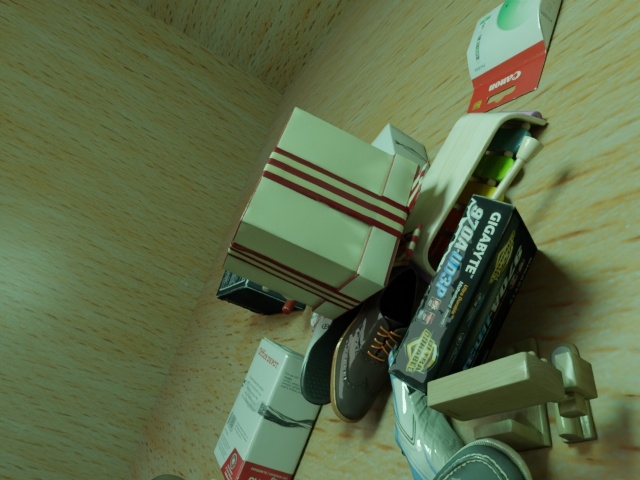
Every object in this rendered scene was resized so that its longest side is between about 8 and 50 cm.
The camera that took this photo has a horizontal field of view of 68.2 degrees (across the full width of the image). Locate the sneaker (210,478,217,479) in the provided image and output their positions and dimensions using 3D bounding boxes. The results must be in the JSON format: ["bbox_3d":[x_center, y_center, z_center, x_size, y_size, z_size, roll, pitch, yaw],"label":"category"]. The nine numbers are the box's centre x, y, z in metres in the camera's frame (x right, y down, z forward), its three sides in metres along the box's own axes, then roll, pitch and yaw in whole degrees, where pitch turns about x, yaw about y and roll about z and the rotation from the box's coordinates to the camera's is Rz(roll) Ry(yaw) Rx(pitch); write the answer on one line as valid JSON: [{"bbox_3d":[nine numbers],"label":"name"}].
[{"bbox_3d":[-0.247,0.625,1.074,0.211,0.080,0.081,8,76,68],"label":"sneaker"}]

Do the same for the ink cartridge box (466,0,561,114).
[{"bbox_3d":[0.341,-0.354,0.878,0.181,0.056,0.225,-12,52,65],"label":"ink cartridge box"}]

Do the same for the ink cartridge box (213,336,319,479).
[{"bbox_3d":[-0.104,0.363,0.993,0.273,0.114,0.197,-68,19,-10],"label":"ink cartridge box"}]

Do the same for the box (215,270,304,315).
[{"bbox_3d":[-0.138,0.047,1.369,0.294,0.182,0.297,-24,45,62],"label":"box"}]

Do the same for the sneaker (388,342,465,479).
[{"bbox_3d":[0.128,0.231,0.635,0.086,0.085,0.237,-60,17,25],"label":"sneaker"}]

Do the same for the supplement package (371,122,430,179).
[{"bbox_3d":[0.158,-0.141,0.987,0.105,0.105,0.179,-50,25,34],"label":"supplement package"}]

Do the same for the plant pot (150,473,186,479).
[{"bbox_3d":[-0.411,0.720,1.175,0.263,0.263,0.229,-57,2,16],"label":"plant pot"}]

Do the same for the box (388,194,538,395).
[{"bbox_3d":[0.180,0.077,0.566,0.051,0.175,0.220,24,87,36],"label":"box"}]

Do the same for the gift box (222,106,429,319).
[{"bbox_3d":[0.018,-0.046,0.780,0.277,0.258,0.255,-67,9,-22],"label":"gift box"}]

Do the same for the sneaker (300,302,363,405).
[{"bbox_3d":[0.019,0.196,0.896,0.145,0.090,0.270,116,175,-54],"label":"sneaker"}]

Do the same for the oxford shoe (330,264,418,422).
[{"bbox_3d":[0.088,0.161,0.767,0.098,0.096,0.272,126,166,-73],"label":"oxford shoe"}]

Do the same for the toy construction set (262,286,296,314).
[{"bbox_3d":[0.000,0.000,1.104,0.309,0.257,0.237,-57,2,39],"label":"toy construction set"}]

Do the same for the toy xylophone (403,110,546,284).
[{"bbox_3d":[0.233,-0.070,0.744,0.323,0.081,0.236,-58,20,14],"label":"toy xylophone"}]

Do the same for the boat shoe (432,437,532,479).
[{"bbox_3d":[0.106,0.346,0.466,0.116,0.099,0.320,33,101,41],"label":"boat shoe"}]

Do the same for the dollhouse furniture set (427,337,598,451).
[{"bbox_3d":[0.197,0.127,0.490,0.144,0.151,0.123,-39,31,45],"label":"dollhouse furniture set"}]
